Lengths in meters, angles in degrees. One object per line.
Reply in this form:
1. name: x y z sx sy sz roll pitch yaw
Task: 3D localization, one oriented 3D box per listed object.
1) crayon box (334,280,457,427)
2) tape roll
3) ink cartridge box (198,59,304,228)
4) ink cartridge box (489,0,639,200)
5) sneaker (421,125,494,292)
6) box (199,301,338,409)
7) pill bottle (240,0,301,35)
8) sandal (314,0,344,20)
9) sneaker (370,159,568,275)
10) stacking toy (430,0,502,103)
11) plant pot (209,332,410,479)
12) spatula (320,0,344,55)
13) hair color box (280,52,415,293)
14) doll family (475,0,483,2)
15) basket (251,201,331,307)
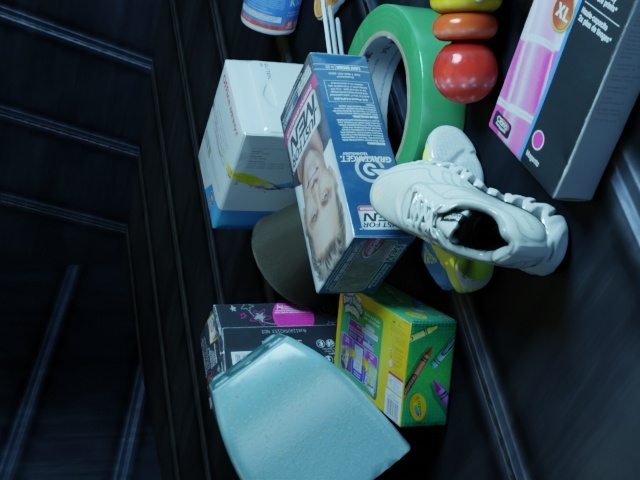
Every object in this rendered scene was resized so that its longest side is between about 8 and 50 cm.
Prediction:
1. crayon box: 0.112 0.172 1.514 0.278 0.081 0.165 -152 65 -66
2. tape roll: 0.122 -0.211 1.506 0.321 0.077 0.321 -179 90 -68
3. ink cartridge box: -0.104 -0.180 1.817 0.270 0.197 0.198 115 148 -48
4. ink cartridge box: 0.308 -0.244 1.058 0.176 0.069 0.371 -117 36 -50
5. sneaker: 0.174 -0.037 1.349 0.126 0.091 0.240 145 122 -65
6. box: -0.090 0.222 1.801 0.142 0.247 0.163 117 146 -52
7. pill bottle: -0.091 -0.559 1.994 0.124 0.124 0.221 -116 34 -49
8. sandal: 0.018 -0.495 1.776 0.265 0.076 0.102 138 129 -61
9. sneaker: 0.165 -0.035 1.201 0.292 0.118 0.110 21 109 42
10. stacking toy: 0.194 -0.351 1.268 0.141 0.141 0.330 -163 70 -68
11. plant pot: -0.050 0.291 1.513 0.252 0.247 0.248 54 171 -2
12. spatula: 0.027 -0.334 1.734 0.168 0.019 0.242 46 -145 -66
13. hair color box: 0.034 -0.108 1.483 0.174 0.105 0.347 120 143 -52
14. doll family: 0.222 -0.422 1.134 0.118 0.163 0.263 -150 63 -65
15. basket: 0.000 0.000 1.714 0.204 0.154 0.227 53 146 0
